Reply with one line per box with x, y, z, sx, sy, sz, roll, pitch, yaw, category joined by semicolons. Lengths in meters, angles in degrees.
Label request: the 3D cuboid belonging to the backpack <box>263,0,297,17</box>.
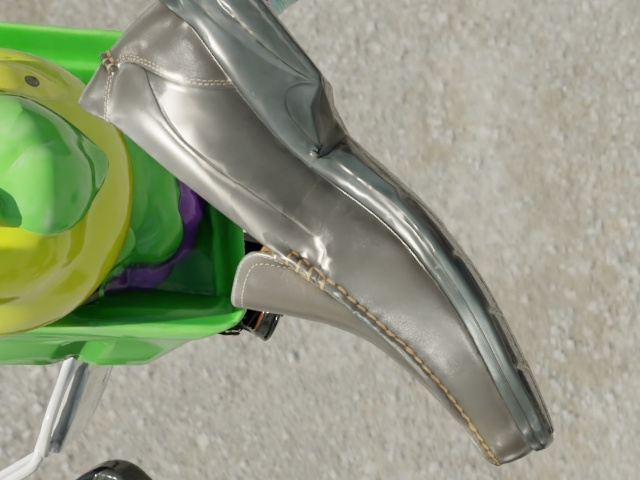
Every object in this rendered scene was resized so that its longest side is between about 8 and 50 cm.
-0.070;-0.205;0.711;0.182;0.152;0.115;35;96;-7;backpack

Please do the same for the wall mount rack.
-0.343;0.206;1.483;0.130;0.350;0.304;20;90;0;wall mount rack

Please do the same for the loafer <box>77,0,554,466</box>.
0.000;0.000;0.368;0.061;0.062;0.170;-39;81;5;loafer

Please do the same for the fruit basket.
-0.224;-0.044;0.836;0.392;0.392;0.283;-11;63;7;fruit basket

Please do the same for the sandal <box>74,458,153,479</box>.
-0.335;0.407;1.583;0.445;0.107;0.168;-33;85;28;sandal

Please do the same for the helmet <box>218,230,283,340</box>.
-0.102;0.017;1.386;0.169;0.169;0.162;13;92;25;helmet
